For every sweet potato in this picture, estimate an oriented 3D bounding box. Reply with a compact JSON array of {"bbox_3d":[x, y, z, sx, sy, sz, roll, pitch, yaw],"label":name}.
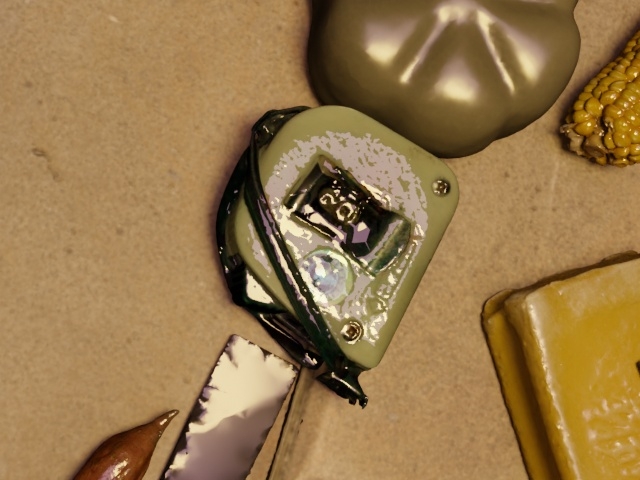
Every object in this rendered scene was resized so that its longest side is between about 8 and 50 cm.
[{"bbox_3d":[-0.166,0.189,0.881,0.117,0.049,0.049,-44,96,-15],"label":"sweet potato"}]

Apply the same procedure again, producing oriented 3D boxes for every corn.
[{"bbox_3d":[0.369,-0.198,1.045,0.102,0.102,0.313,42,75,-7],"label":"corn"}]

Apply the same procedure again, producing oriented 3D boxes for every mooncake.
[{"bbox_3d":[0.121,-0.212,0.965,0.275,0.135,0.275,2,82,-11],"label":"mooncake"}]

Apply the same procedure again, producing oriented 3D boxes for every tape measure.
[{"bbox_3d":[0.000,0.000,0.916,0.207,0.115,0.235,30,77,-12],"label":"tape measure"}]

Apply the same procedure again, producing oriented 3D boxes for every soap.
[{"bbox_3d":[0.296,0.178,0.989,0.199,0.091,0.315,-15,88,-18],"label":"soap"}]

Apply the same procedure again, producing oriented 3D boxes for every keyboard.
[{"bbox_3d":[-0.092,0.187,0.920,0.074,0.015,0.196,29,77,-14],"label":"keyboard"}]

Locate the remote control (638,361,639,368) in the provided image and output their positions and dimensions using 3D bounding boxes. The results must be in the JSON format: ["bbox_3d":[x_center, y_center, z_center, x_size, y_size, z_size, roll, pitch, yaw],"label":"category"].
[{"bbox_3d":[0.327,0.151,0.947,0.034,0.016,0.091,-22,89,-13],"label":"remote control"}]
